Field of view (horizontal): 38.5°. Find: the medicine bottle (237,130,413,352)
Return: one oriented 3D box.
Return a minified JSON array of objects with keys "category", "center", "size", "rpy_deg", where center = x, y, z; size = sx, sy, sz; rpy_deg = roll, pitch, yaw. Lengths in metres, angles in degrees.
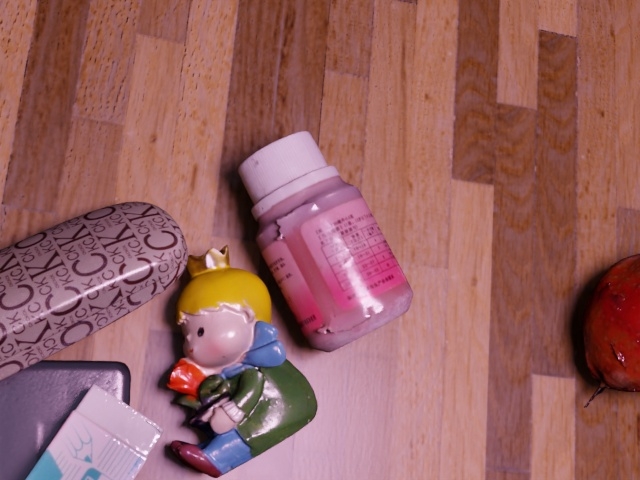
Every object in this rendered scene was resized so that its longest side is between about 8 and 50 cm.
[{"category":"medicine bottle","center":[0.000,0.000,1.095],"size":[0.147,0.147,0.247],"rpy_deg":[-25,84,-19]}]

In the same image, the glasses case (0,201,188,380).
[{"category":"glasses case","center":[-0.314,0.062,1.002],"size":[0.354,0.085,0.137],"rpy_deg":[-28,46,-20]}]

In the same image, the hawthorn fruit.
[{"category":"hawthorn fruit","center":[0.417,0.126,1.169],"size":[0.181,0.181,0.235],"rpy_deg":[41,80,-3]}]

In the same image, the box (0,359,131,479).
[{"category":"box","center":[-0.291,0.246,1.003],"size":[0.160,0.050,0.230],"rpy_deg":[3,76,-15]}]

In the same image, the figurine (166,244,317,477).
[{"category":"figurine","center":[-0.121,0.135,1.049],"size":[0.185,0.127,0.234],"rpy_deg":[-29,96,-12]}]

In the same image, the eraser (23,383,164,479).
[{"category":"eraser","center":[-0.265,0.268,0.950],"size":[0.095,0.052,0.225],"rpy_deg":[34,71,-4]}]
